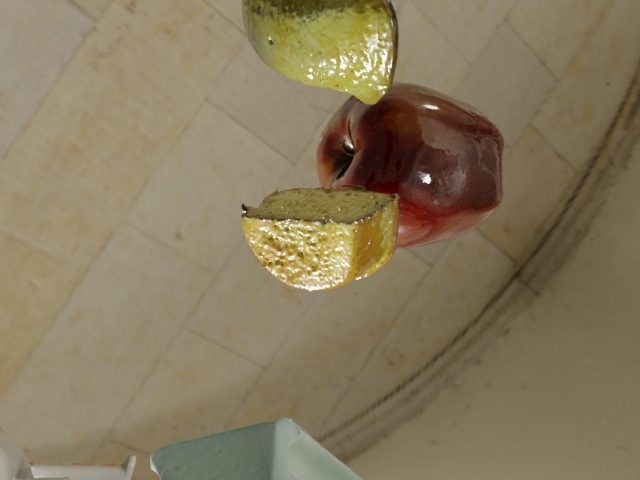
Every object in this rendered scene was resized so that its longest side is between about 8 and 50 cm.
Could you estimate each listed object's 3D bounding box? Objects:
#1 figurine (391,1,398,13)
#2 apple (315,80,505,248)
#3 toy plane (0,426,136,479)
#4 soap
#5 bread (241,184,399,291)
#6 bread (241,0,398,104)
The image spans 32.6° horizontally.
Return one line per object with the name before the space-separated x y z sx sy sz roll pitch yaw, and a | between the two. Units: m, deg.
figurine | 0.041 -0.369 1.531 0.142 0.189 0.264 -12 -115 39
apple | 0.144 -0.123 1.802 0.288 0.316 0.288 -8 -100 57
toy plane | -0.255 0.167 0.783 0.244 0.244 0.118 -12 -108 35
soap | -0.041 0.260 1.061 0.150 0.261 0.094 -11 -120 18
bread | 0.000 0.000 1.602 0.229 0.143 0.140 4 -72 32
bread | -0.012 -0.162 0.664 0.065 0.149 0.188 -16 -136 -15
